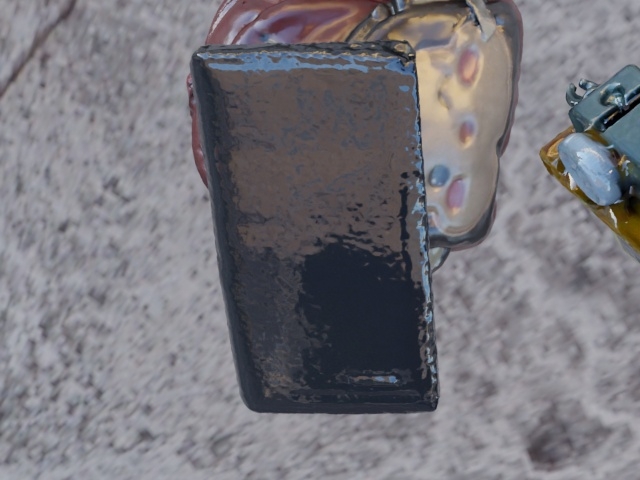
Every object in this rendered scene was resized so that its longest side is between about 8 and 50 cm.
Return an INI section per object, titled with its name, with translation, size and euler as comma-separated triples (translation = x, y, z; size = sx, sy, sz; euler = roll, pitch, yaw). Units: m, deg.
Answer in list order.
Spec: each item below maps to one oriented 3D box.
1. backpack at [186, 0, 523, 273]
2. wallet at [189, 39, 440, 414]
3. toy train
[backpack]
translation = 0.019, -0.088, 1.219
size = 0.229, 0.139, 0.229
euler = -5, 106, -18
[wallet]
translation = 0.000, 0.000, 1.060
size = 0.124, 0.244, 0.025
euler = 0, 34, 10
[toy train]
translation = 0.197, -0.013, 0.950
size = 0.089, 0.127, 0.219
euler = -38, 43, -4
